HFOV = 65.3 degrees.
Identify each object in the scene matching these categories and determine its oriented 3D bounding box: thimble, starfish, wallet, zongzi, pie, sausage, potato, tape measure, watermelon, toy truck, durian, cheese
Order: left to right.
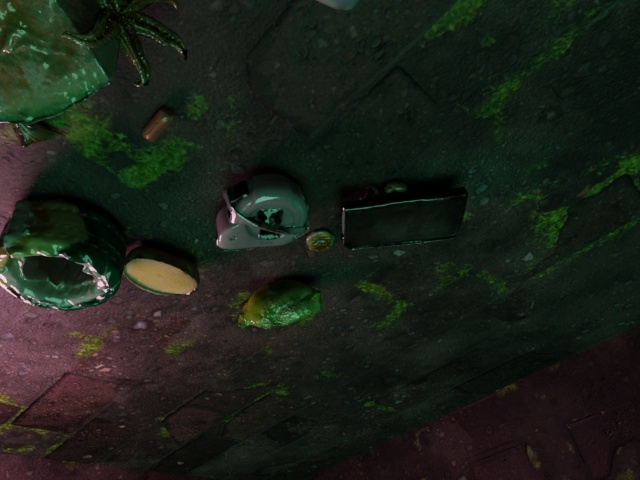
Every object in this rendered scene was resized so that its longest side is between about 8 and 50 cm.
[{"bbox_3d":[-0.471,-0.356,0.790,0.265,0.151,0.301,-14,122,9],"label":"watermelon"},{"bbox_3d":[-0.560,-0.228,0.983,0.083,0.040,0.076,-16,134,-12],"label":"zongzi"},{"bbox_3d":[-0.608,0.033,1.173,0.254,0.167,0.288,-23,139,13],"label":"thimble"},{"bbox_3d":[-0.314,-0.356,0.781,0.057,0.213,0.238,-18,130,42],"label":"starfish"},{"bbox_3d":[-0.333,-0.236,1.022,0.083,0.034,0.034,-37,133,29],"label":"sausage"},{"bbox_3d":[-0.416,0.071,1.327,0.201,0.080,0.164,25,136,-31],"label":"potato"},{"bbox_3d":[-0.131,-0.070,1.198,0.236,0.120,0.197,-3,137,-15],"label":"tape measure"},{"bbox_3d":[-0.120,0.184,1.474,0.251,0.139,0.101,-6,134,-7],"label":"durian"},{"bbox_3d":[0.000,0.000,1.378,0.085,0.019,0.084,-6,140,-5],"label":"pie"},{"bbox_3d":[0.127,-0.101,1.275,0.044,0.039,0.083,7,135,-27],"label":"toy truck"},{"bbox_3d":[0.193,-0.078,1.312,0.065,0.043,0.193,-11,140,-4],"label":"cheese"},{"bbox_3d":[0.209,-0.053,1.279,0.318,0.045,0.172,-7,135,-3],"label":"wallet"}]

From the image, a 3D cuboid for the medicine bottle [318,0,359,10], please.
[{"bbox_3d":[0.056,-0.505,0.659,0.212,0.211,0.325,18,133,-30],"label":"medicine bottle"}]
